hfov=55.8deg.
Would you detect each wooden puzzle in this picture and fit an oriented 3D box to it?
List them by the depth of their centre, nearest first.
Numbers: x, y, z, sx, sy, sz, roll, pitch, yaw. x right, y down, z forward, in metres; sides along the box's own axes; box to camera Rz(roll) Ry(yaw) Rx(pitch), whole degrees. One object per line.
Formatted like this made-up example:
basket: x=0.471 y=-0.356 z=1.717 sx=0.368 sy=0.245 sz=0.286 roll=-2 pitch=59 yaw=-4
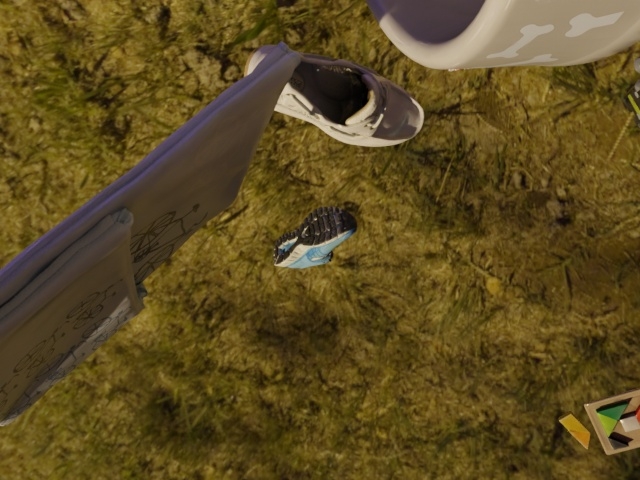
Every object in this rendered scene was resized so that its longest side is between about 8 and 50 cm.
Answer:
wooden puzzle: x=0.315 y=0.187 z=0.620 sx=0.116 sy=0.014 sz=0.078 roll=-31 pitch=103 yaw=21

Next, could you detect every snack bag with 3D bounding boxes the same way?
snack bag: x=-0.161 y=0.022 z=0.499 sx=0.037 sy=0.342 sz=0.323 roll=44 pitch=158 yaw=0

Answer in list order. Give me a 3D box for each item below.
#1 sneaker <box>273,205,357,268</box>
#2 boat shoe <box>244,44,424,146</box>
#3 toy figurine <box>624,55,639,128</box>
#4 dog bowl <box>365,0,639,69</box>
sneaker: x=0.000 y=0.000 z=0.931 sx=0.073 sy=0.063 sz=0.162 roll=22 pitch=145 yaw=-37
boat shoe: x=0.042 y=-0.175 z=0.770 sx=0.277 sy=0.096 sz=0.098 roll=6 pitch=99 yaw=-36
toy figurine: x=0.453 y=-0.200 z=0.638 sx=0.213 sy=0.148 sz=0.209 roll=21 pitch=95 yaw=12
dog bowl: x=0.086 y=-0.265 z=0.357 sx=0.102 sy=0.349 sz=0.348 roll=-18 pitch=115 yaw=-9
